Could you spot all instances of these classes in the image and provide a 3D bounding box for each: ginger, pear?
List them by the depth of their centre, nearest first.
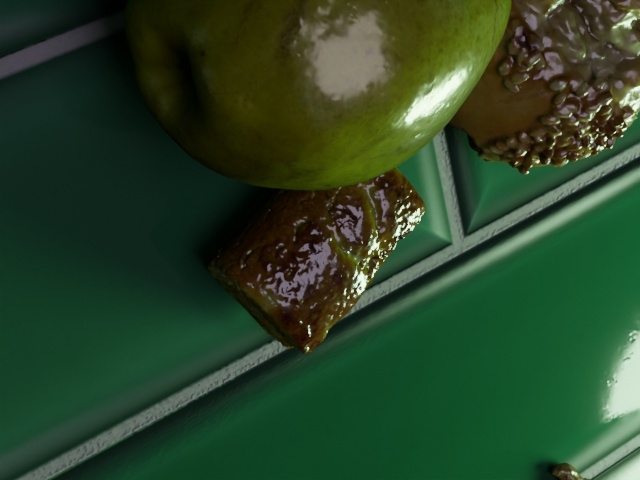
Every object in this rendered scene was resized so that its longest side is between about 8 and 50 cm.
[{"bbox_3d":[0.003,-0.170,1.159,0.307,0.253,0.253,-32,121,-38],"label":"pear"},{"bbox_3d":[0.278,0.275,1.622,0.097,0.030,0.048,35,81,-36],"label":"ginger"}]

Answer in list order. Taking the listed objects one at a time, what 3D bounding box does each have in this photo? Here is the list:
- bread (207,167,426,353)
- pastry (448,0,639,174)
[{"bbox_3d":[0.000,0.000,1.290,0.172,0.103,0.132,-49,123,-11],"label":"bread"},{"bbox_3d":[0.236,-0.207,1.366,0.311,0.162,0.255,-47,128,-14],"label":"pastry"}]
